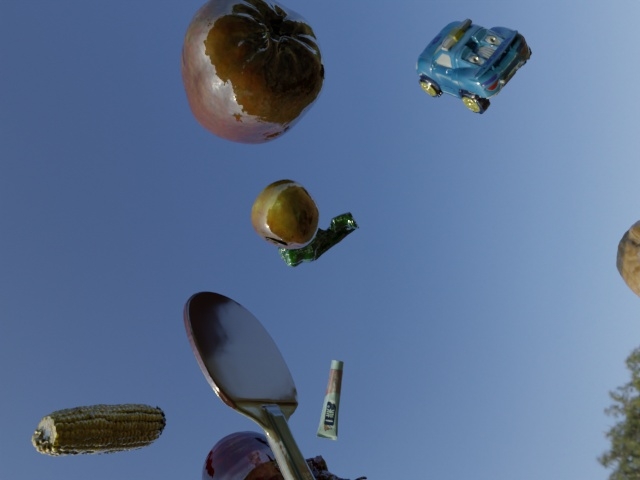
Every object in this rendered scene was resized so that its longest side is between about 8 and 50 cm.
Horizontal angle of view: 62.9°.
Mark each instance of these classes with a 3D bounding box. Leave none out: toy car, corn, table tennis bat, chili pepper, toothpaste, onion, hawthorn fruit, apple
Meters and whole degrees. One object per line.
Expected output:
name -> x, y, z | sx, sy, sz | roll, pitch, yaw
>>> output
toy car -> 0.355, -0.457, 1.298 | 0.198, 0.314, 0.166 | -48, -47, 2
corn -> -0.468, 0.410, 1.140 | 0.318, 0.115, 0.115 | 28, -101, -57
table tennis bat -> -0.068, 0.163, 0.572 | 0.021, 0.274, 0.154 | -43, -33, 15
chili pepper -> 0.000, -0.001, 1.494 | 0.253, 0.083, 0.099 | -29, -17, -14
toothpaste -> 0.033, 0.431, 1.421 | 0.036, 0.056, 0.205 | 69, -151, -70
onion -> -0.073, 0.448, 0.919 | 0.285, 0.273, 0.273 | -29, -59, -17
hawthorn fruit -> -0.142, -0.313, 1.018 | 0.268, 0.301, 0.267 | 10, -113, -23
apple -> -0.052, -0.041, 0.834 | 0.114, 0.099, 0.102 | 28, -104, -28

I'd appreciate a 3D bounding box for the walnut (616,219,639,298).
walnut -> 0.748, 0.048, 1.067 | 0.257, 0.257, 0.224 | 21, -64, -46
